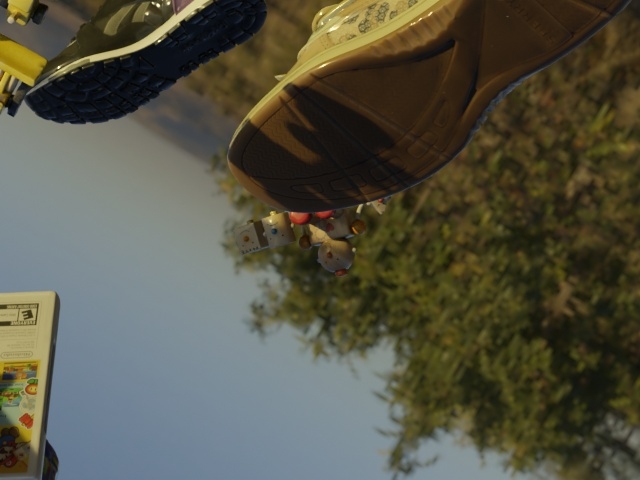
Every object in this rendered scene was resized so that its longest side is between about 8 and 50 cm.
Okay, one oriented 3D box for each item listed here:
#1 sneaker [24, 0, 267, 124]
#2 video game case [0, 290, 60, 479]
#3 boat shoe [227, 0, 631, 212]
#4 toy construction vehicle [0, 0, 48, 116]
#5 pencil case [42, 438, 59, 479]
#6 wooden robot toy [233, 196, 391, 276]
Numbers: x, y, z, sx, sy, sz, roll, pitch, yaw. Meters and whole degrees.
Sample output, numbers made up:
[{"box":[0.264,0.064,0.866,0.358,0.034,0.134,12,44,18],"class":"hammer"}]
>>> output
[{"box":[-0.199,-0.231,1.510,0.124,0.283,0.107,68,-172,30],"class":"sneaker"},{"box":[-0.363,0.140,1.288,0.227,0.206,0.026,-2,142,0],"class":"video game case"},{"box":[0.065,-0.116,0.821,0.104,0.285,0.089,44,-153,-30],"class":"boat shoe"},{"box":[-0.177,-0.111,0.702,0.086,0.098,0.035,30,-144,-11],"class":"toy construction vehicle"},{"box":[-0.328,0.314,1.349,0.119,0.133,0.306,48,-161,-28],"class":"pencil case"},{"box":[0.000,0.000,1.344,0.173,0.079,0.076,-16,178,18],"class":"wooden robot toy"}]
